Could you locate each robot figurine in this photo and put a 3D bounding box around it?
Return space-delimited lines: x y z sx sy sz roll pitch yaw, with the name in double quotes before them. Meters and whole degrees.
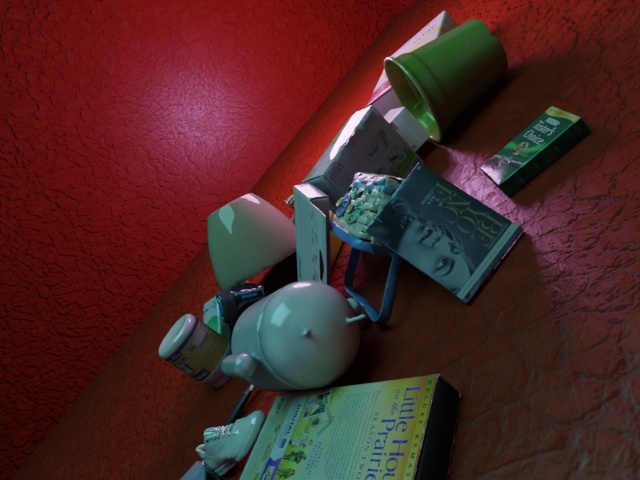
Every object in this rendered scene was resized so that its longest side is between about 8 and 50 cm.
"robot figurine" -0.055 0.197 0.919 0.300 0.200 0.353 -25 -4 -34

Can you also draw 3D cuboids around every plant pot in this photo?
"plant pot" 0.357 -0.456 1.265 0.254 0.276 0.276 -34 22 5

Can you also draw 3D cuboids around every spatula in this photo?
"spatula" -0.154 0.352 1.130 0.296 0.030 0.084 -53 19 -10

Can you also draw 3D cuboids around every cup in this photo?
"cup" -0.241 -0.016 1.517 0.331 0.237 0.331 -29 5 3

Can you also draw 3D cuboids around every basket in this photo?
"basket" 0.121 0.004 0.985 0.255 0.201 0.289 -144 61 -71

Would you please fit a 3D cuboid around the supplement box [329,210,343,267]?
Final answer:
"supplement box" 0.023 -0.014 1.364 0.080 0.078 0.233 -31 25 48

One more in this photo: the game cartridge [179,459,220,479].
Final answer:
"game cartridge" -0.277 0.599 0.905 0.196 0.060 0.294 -44 20 2

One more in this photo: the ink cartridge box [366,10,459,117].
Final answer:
"ink cartridge box" 0.349 -0.585 1.604 0.279 0.160 0.385 -29 28 43

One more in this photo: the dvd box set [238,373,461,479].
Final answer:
"dvd box set" 0.006 0.375 0.711 0.420 0.062 0.308 -28 29 46

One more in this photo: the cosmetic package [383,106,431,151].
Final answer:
"cosmetic package" 0.242 -0.331 1.382 0.085 0.117 0.231 -47 12 7

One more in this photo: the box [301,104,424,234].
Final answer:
"box" 0.122 -0.185 1.245 0.262 0.231 0.127 -57 22 -20

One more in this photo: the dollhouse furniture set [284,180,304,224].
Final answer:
"dollhouse furniture set" -0.082 -0.121 1.737 0.182 0.101 0.161 -48 20 2

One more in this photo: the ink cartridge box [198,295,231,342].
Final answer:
"ink cartridge box" -0.390 0.312 1.561 0.224 0.056 0.181 -33 52 32

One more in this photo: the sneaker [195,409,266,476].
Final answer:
"sneaker" -0.194 0.411 0.950 0.212 0.094 0.080 -52 4 27

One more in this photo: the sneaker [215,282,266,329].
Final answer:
"sneaker" -0.232 0.203 1.422 0.139 0.125 0.341 -17 -6 -10

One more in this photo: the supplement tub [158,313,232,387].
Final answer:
"supplement tub" -0.350 0.325 1.336 0.144 0.199 0.144 -42 20 20

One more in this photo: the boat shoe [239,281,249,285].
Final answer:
"boat shoe" -0.333 0.238 1.655 0.228 0.080 0.076 -46 17 -16

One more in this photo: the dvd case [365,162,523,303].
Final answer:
"dvd case" 0.216 -0.019 0.816 0.164 0.221 0.018 -51 -18 -6

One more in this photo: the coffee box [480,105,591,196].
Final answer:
"coffee box" 0.414 -0.177 0.899 0.184 0.040 0.113 -42 21 19

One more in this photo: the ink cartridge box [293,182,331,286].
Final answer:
"ink cartridge box" -0.002 0.023 1.119 0.060 0.275 0.239 -10 25 -19
